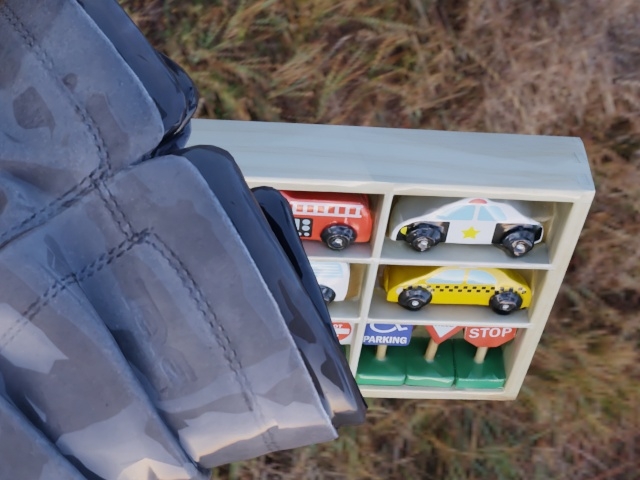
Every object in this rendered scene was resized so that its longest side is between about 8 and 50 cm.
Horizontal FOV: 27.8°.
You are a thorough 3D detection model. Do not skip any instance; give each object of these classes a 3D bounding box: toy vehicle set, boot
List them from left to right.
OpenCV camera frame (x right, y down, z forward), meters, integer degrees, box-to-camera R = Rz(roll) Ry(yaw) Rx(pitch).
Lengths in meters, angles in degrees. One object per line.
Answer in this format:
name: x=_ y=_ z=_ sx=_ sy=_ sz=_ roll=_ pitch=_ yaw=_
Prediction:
boot: x=-0.080 y=0.091 z=0.366 sx=0.223 sy=0.118 sz=0.338 roll=-26 pitch=85 yaw=-4
toy vehicle set: x=-0.020 y=0.014 z=0.626 sx=0.267 sy=0.166 sz=0.035 roll=2 pitch=49 yaw=-5
